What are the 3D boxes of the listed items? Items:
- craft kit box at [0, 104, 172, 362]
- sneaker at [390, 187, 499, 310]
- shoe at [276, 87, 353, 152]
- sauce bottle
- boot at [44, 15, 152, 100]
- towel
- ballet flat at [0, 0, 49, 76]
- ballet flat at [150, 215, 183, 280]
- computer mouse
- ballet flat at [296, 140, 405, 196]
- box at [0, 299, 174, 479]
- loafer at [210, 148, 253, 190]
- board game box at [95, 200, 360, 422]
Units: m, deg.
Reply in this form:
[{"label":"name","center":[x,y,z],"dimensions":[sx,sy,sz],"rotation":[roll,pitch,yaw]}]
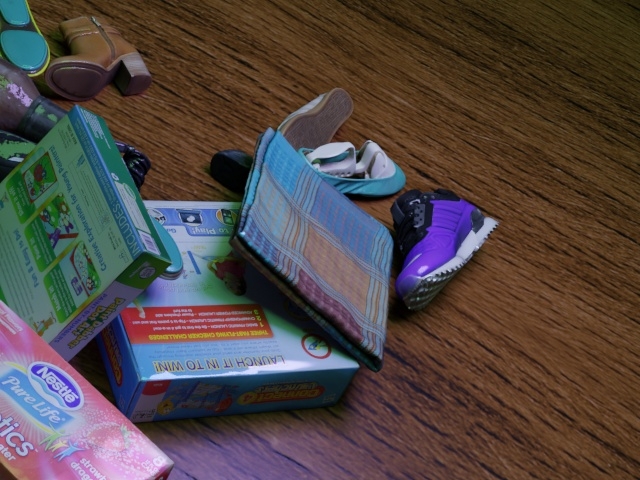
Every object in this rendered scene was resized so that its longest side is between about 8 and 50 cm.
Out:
[{"label":"craft kit box","center":[-0.314,0.009,1.427],"dimensions":[0.061,0.246,0.250],"rotation":[29,26,-52]},{"label":"sneaker","center":[0.155,-0.001,1.829],"dimensions":[0.146,0.102,0.293],"rotation":[43,32,6]},{"label":"shoe","center":[-0.019,-0.180,1.975],"dimensions":[0.077,0.058,0.219],"rotation":[59,42,-12]},{"label":"sauce bottle","center":[-0.484,-0.220,1.683],"dimensions":[0.344,0.111,0.111],"rotation":[27,38,1]},{"label":"boot","center":[-0.372,-0.291,1.868],"dimensions":[0.197,0.073,0.152],"rotation":[-2,47,-50]},{"label":"towel","center":[0.000,0.000,1.667],"dimensions":[0.271,0.040,0.370],"rotation":[42,21,-15]},{"label":"ballet flat","center":[-0.458,-0.298,1.813],"dimensions":[0.077,0.077,0.231],"rotation":[-2,46,-26]},{"label":"ballet flat","center":[-0.247,-0.018,1.499],"dimensions":[0.072,0.068,0.213],"rotation":[-18,62,-50]},{"label":"computer mouse","center":[-0.354,-0.095,1.581],"dimensions":[0.262,0.184,0.060],"rotation":[20,61,-14]},{"label":"ballet flat","center":[0.053,-0.116,1.912],"dimensions":[0.247,0.087,0.083],"rotation":[-6,49,-36]},{"label":"box","center":[-0.322,0.212,1.271],"dimensions":[0.300,0.142,0.154],"rotation":[40,40,15]},{"label":"loafer","center":[-0.083,-0.089,1.824],"dimensions":[0.170,0.062,0.061],"rotation":[37,34,8]},{"label":"board game box","center":[-0.146,0.082,1.571],"dimensions":[0.308,0.086,0.302],"rotation":[0,46,-31]}]
